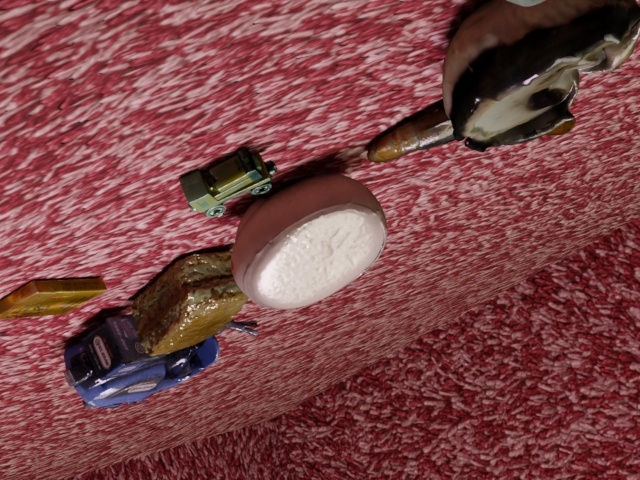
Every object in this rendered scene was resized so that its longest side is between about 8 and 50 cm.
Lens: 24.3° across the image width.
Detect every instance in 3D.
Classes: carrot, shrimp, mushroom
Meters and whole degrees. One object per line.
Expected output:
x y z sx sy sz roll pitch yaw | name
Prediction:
0.334 -0.179 2.267 0.042 0.042 0.170 -33 163 37 | carrot
0.169 -0.154 2.051 0.217 0.051 0.150 -20 173 21 | shrimp
0.254 -0.219 1.733 0.247 0.130 0.344 -26 171 -2 | mushroom

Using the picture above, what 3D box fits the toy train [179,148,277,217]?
-0.115 -0.073 1.847 0.122 0.050 0.081 -27 158 9 | toy train

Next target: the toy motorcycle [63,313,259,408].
-0.270 0.183 2.472 0.212 0.125 0.358 -34 166 32 | toy motorcycle

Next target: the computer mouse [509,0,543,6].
0.258 -0.323 1.365 0.288 0.097 0.159 -35 167 -2 | computer mouse

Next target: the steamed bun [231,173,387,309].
-0.023 -0.006 2.076 0.228 0.131 0.177 -36 136 9 | steamed bun

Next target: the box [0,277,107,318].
-0.375 0.080 2.059 0.089 0.022 0.156 -30 167 23 | box

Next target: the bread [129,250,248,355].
-0.195 0.093 2.277 0.138 0.102 0.196 -17 165 -40 | bread
